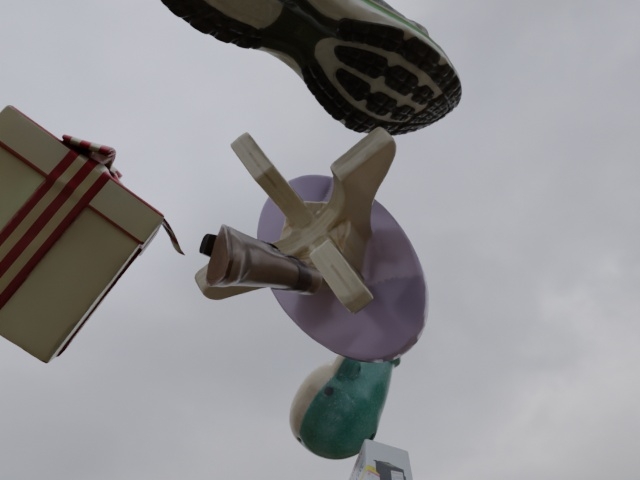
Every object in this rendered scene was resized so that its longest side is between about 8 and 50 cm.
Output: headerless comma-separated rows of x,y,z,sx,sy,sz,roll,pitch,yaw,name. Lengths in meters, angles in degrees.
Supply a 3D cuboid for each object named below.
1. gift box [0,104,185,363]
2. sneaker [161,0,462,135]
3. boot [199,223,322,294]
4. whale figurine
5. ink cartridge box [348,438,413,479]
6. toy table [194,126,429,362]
-0.350,0.000,0.789,0.276,0.255,0.258,37,-104,-17,gift box
0.014,-0.276,0.668,0.410,0.182,0.158,28,-38,-31,sneaker
-0.039,0.020,0.419,0.087,0.118,0.042,20,-86,-21,boot
0.073,0.276,1.038,0.272,0.141,0.216,-37,-38,-28,whale figurine
0.076,0.384,0.798,0.072,0.175,0.127,18,-75,-3,ink cartridge box
0.000,0.000,0.654,0.252,0.274,0.161,-49,-31,-4,toy table
